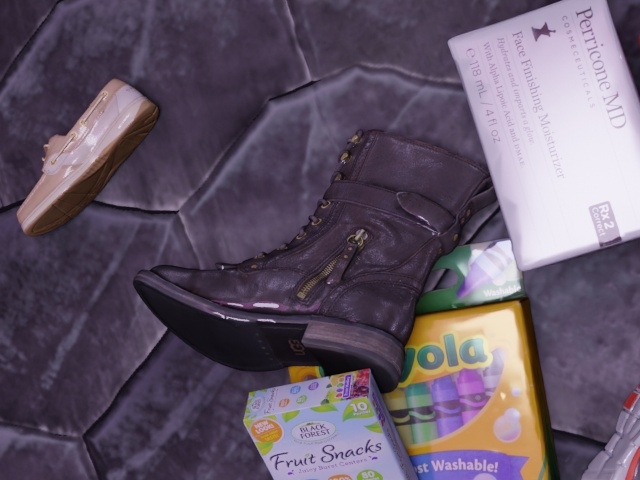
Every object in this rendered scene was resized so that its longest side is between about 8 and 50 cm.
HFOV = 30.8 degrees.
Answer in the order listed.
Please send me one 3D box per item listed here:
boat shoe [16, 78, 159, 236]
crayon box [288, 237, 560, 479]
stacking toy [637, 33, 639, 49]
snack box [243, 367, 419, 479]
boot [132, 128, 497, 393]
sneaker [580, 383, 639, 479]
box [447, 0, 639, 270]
[{"bbox_3d":[-0.225,-0.078,1.076,0.059,0.063,0.170,44,91,13],"label":"boat shoe"},{"bbox_3d":[0.090,0.171,0.978,0.203,0.083,0.323,-10,87,15],"label":"crayon box"},{"bbox_3d":[0.391,-0.113,0.782,0.309,0.279,0.130,-13,98,-1],"label":"stacking toy"},{"bbox_3d":[0.013,0.169,0.900,0.100,0.037,0.141,-14,122,15],"label":"snack box"},{"bbox_3d":[0.000,0.000,0.970,0.263,0.091,0.229,14,59,18],"label":"boot"},{"bbox_3d":[0.278,0.167,0.951,0.065,0.061,0.158,32,100,-14],"label":"sneaker"},{"bbox_3d":[0.192,-0.079,0.897,0.119,0.182,0.181,-18,85,15],"label":"box"}]
